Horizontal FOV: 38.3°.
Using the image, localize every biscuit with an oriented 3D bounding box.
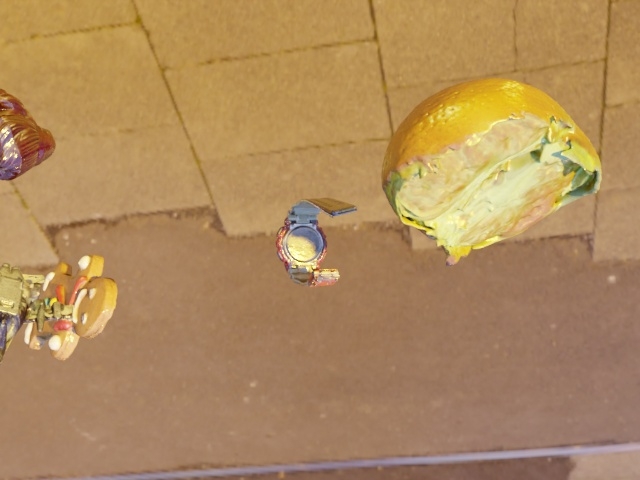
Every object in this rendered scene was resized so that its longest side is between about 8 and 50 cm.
[{"bbox_3d":[-0.491,0.124,1.803,0.047,0.216,0.339,24,168,-33],"label":"biscuit"}]

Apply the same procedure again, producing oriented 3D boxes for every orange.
[{"bbox_3d":[0.240,-0.111,1.310,0.334,0.196,0.262,26,142,-37],"label":"orange"}]

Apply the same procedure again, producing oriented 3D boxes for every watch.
[{"bbox_3d":[-0.002,0.005,1.673,0.102,0.165,0.268,-1,-174,-18],"label":"watch"}]

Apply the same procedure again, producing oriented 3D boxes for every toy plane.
[{"bbox_3d":[-0.422,0.101,1.227,0.192,0.262,0.088,16,109,-22],"label":"toy plane"}]

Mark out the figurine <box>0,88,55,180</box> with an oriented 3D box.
[{"bbox_3d":[-0.584,-0.230,1.505,0.187,0.168,0.315,-43,83,21],"label":"figurine"}]
